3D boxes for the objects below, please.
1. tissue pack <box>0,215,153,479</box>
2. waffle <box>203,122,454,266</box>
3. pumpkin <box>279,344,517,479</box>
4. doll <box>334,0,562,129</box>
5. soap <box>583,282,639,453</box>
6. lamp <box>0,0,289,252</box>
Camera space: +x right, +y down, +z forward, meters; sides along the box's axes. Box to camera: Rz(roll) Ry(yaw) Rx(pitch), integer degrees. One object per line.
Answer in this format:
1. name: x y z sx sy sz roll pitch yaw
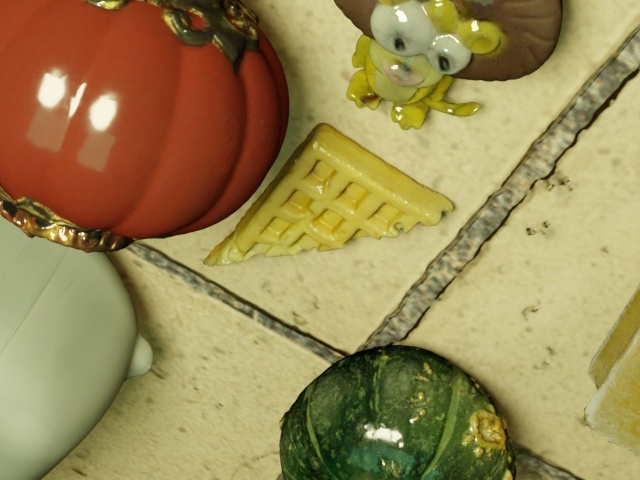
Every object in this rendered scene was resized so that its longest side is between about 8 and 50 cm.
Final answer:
1. tissue pack: -0.303 0.115 1.123 0.236 0.229 0.333 40 132 -13
2. waffle: 0.000 0.000 1.047 0.125 0.032 0.191 30 136 -10
3. pumpkin: 0.063 0.171 1.093 0.190 0.146 0.190 -5 136 -5
4. doll: 0.077 -0.130 0.856 0.145 0.096 0.188 15 145 18
5. soap: 0.300 0.059 0.946 0.160 0.080 0.257 21 135 2
6. lamp: -0.132 -0.091 0.875 0.227 0.227 0.227 11 133 12
